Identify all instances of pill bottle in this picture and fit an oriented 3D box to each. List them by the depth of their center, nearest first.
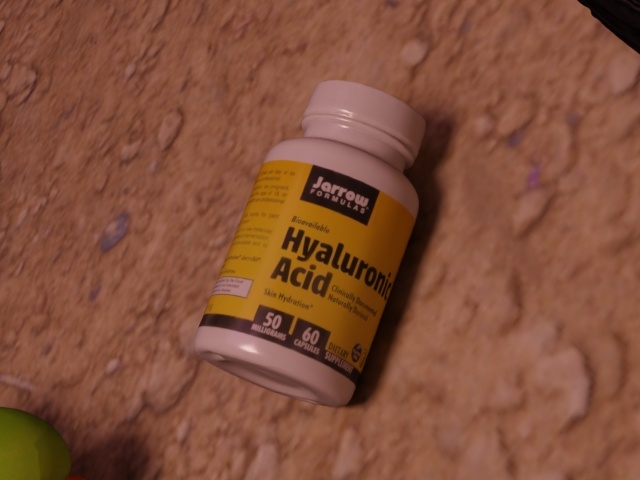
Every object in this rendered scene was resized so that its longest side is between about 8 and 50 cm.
[{"bbox_3d":[0.000,0.000,0.545,0.065,0.065,0.116,1,66,53],"label":"pill bottle"}]

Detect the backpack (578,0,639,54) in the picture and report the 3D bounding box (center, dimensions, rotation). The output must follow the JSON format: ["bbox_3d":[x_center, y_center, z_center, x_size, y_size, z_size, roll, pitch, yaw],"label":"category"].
[{"bbox_3d":[0.109,-0.109,0.447,0.084,0.105,0.114,-47,53,14],"label":"backpack"}]

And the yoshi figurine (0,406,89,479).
[{"bbox_3d":[-0.275,0.131,0.641,0.362,0.203,0.203,-13,30,37],"label":"yoshi figurine"}]
